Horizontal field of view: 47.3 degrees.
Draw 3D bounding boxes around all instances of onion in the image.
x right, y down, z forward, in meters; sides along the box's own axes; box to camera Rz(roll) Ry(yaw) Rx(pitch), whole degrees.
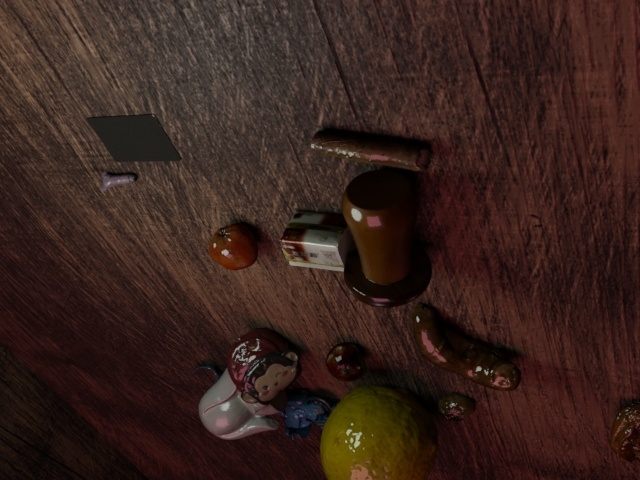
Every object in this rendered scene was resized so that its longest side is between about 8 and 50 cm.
[{"bbox_3d":[0.070,0.347,2.075,0.118,0.118,0.117,-6,112,37],"label":"onion"}]

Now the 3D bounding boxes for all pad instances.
[{"bbox_3d":[-0.439,-0.238,1.721,0.211,0.003,0.143,3,140,29],"label":"pad"}]

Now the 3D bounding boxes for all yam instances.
[{"bbox_3d":[0.097,-0.176,1.425,0.241,0.057,0.057,13,144,20],"label":"yam"}]

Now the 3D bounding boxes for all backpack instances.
[{"bbox_3d":[-0.176,0.368,2.195,0.229,0.229,0.139,37,-176,-17],"label":"backpack"}]

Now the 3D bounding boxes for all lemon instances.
[{"bbox_3d":[0.165,0.607,2.129,0.349,0.387,0.350,30,168,7],"label":"lemon"}]

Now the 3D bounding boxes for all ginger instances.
[{"bbox_3d":[0.350,0.280,1.824,0.309,0.107,0.133,27,159,4],"label":"ginger"}]

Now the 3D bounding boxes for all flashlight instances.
[{"bbox_3d":[-0.510,-0.154,1.853,0.110,0.052,0.031,-3,173,26],"label":"flashlight"}]

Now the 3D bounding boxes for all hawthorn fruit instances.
[{"bbox_3d":[-0.212,0.018,1.823,0.128,0.128,0.128,17,144,12],"label":"hawthorn fruit"}]

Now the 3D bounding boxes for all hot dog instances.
[{"bbox_3d":[0.812,0.494,1.825,0.160,0.099,0.227,1,141,31],"label":"hot dog"}]

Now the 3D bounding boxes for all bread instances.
[{"bbox_3d":[0.384,0.482,2.102,0.082,0.060,0.113,32,146,-13],"label":"bread"}]

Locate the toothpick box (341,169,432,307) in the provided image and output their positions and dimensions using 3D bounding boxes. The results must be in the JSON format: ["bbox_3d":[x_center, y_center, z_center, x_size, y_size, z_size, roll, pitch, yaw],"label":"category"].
[{"bbox_3d":[0.132,0.005,1.534,0.192,0.192,0.294,9,137,22],"label":"toothpick box"}]

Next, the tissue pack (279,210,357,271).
[{"bbox_3d":[0.000,-0.001,1.670,0.148,0.106,0.099,5,141,25],"label":"tissue pack"}]

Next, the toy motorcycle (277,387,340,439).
[{"bbox_3d":[-0.041,0.589,2.456,0.272,0.124,0.182,-7,124,39],"label":"toy motorcycle"}]

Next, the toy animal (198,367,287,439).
[{"bbox_3d":[-0.271,0.525,2.358,0.264,0.206,0.272,-27,112,11],"label":"toy animal"}]

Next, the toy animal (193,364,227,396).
[{"bbox_3d":[-0.329,0.496,2.552,0.239,0.176,0.255,29,179,0],"label":"toy animal"}]
